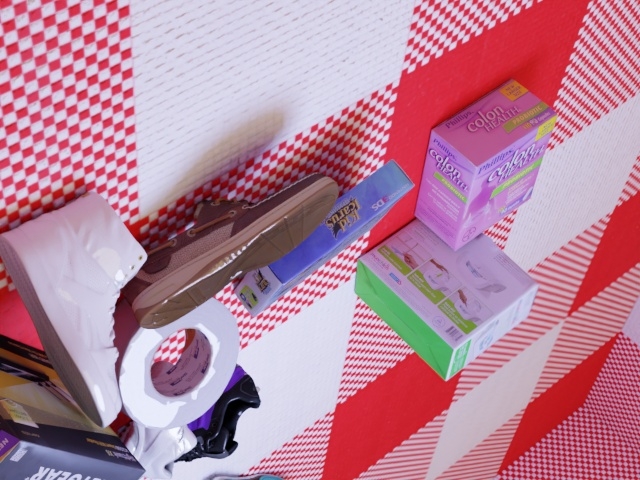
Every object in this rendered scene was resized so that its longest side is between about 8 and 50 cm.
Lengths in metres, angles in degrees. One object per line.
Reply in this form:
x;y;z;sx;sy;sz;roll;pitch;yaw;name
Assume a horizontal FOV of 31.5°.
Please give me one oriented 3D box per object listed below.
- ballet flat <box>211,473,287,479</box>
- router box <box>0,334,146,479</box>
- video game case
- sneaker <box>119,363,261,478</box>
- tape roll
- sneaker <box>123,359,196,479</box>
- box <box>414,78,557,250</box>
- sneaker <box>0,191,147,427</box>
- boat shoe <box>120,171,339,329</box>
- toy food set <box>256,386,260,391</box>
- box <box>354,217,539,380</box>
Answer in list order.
-0.157;0.579;2.449;0.139;0.139;0.400;-50;150;8;ballet flat
-0.383;0.217;1.431;0.081;0.243;0.309;-46;155;0;router box
0.000;0.000;1.808;0.269;0.061;0.244;-37;177;-20;video game case
-0.223;0.332;1.945;0.293;0.146;0.102;-43;154;-8;sneaker
-0.228;0.171;1.704;0.219;0.072;0.219;-21;122;-37;tape roll
-0.252;0.294;1.848;0.090;0.115;0.232;-88;-166;-59;sneaker
0.302;-0.137;2.098;0.213;0.117;0.243;-33;151;-26;box
-0.277;0.084;1.450;0.169;0.108;0.292;-33;119;-31;sneaker
-0.136;-0.013;1.608;0.342;0.123;0.123;-34;159;-7;boat shoe
-0.178;0.321;2.119;0.132;0.038;0.192;-51;154;9;toy food set
0.237;0.088;2.158;0.231;0.262;0.127;-35;152;-25;box
